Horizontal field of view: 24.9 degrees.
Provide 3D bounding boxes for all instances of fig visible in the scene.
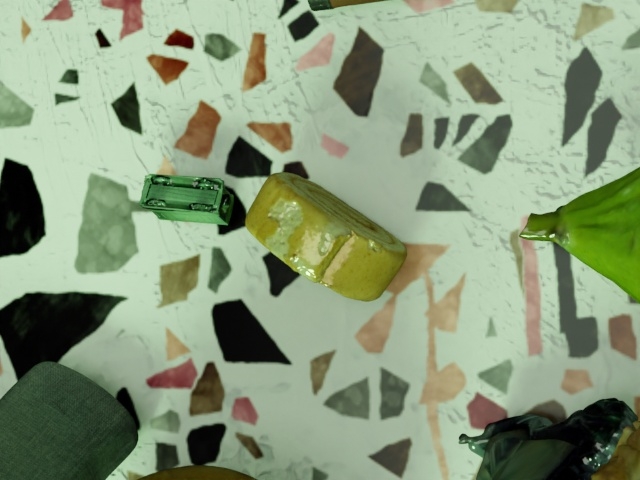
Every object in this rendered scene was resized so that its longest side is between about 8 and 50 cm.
[{"bbox_3d":[0.351,-0.026,1.204,0.314,0.233,0.233,32,97,21],"label":"fig"}]

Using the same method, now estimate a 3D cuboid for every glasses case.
[{"bbox_3d":[-0.321,0.264,1.400,0.131,0.074,0.323,30,64,22],"label":"glasses case"}]

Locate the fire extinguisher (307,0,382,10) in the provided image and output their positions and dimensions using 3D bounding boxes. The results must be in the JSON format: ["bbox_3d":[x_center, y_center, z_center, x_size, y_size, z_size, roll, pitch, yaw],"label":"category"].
[{"bbox_3d":[0.072,-0.257,1.385,0.177,0.050,0.062,-6,120,17],"label":"fire extinguisher"}]

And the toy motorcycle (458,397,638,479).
[{"bbox_3d":[0.168,0.241,1.267,0.106,0.159,0.270,50,65,-22],"label":"toy motorcycle"}]

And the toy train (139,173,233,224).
[{"bbox_3d":[-0.131,-0.039,1.438,0.093,0.056,0.038,4,72,17],"label":"toy train"}]

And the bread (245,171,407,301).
[{"bbox_3d":[0.000,0.000,1.363,0.149,0.122,0.073,35,101,16],"label":"bread"}]

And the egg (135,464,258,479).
[{"bbox_3d":[-0.119,0.377,1.303,0.283,0.282,0.351,10,101,17],"label":"egg"}]

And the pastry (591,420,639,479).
[{"bbox_3d":[0.316,0.318,1.128,0.292,0.405,0.337,20,134,26],"label":"pastry"}]
